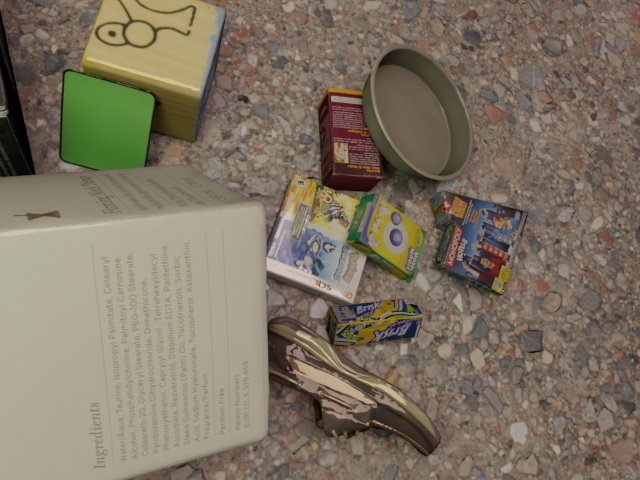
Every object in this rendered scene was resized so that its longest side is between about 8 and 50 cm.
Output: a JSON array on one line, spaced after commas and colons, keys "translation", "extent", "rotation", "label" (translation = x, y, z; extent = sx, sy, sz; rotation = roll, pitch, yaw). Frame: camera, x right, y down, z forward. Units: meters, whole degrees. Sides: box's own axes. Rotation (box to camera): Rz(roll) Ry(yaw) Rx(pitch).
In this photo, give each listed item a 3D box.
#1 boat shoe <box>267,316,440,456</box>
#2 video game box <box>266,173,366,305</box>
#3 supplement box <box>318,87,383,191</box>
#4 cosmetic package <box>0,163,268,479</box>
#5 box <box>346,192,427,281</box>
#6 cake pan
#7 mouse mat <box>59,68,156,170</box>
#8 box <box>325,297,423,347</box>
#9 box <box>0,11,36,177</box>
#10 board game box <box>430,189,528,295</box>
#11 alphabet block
[{"translation": [0.036, 0.273, 1.029], "extent": [0.355, 0.132, 0.130], "rotation": [34, 78, 5], "label": "boat shoe"}, {"translation": [0.000, 0.000, 1.130], "extent": [0.187, 0.048, 0.205], "rotation": [22, 69, -11], "label": "video game box"}, {"translation": [0.057, -0.199, 1.186], "extent": [0.104, 0.081, 0.188], "rotation": [2, 73, -16], "label": "supplement box"}, {"translation": [-0.308, 0.093, 0.778], "extent": [0.394, 0.329, 0.327], "rotation": [-8, 108, -28], "label": "cosmetic package"}, {"translation": [0.137, 0.000, 1.142], "extent": [0.179, 0.043, 0.105], "rotation": [34, 66, -33], "label": "box"}, {"translation": [0.196, -0.253, 1.207], "extent": [0.293, 0.054, 0.293], "rotation": [14, 67, -35], "label": "cake pan"}, {"translation": [-0.368, -0.193, 1.022], "extent": [0.153, 0.189, 0.007], "rotation": [14, 39, -11], "label": "mouse mat"}, {"translation": [0.099, 0.150, 1.097], "extent": [0.169, 0.059, 0.054], "rotation": [-4, 36, -16], "label": "box"}, {"translation": [-0.732, -0.298, 0.879], "extent": [0.472, 0.297, 0.479], "rotation": [-12, 77, -21], "label": "box"}, {"translation": [0.303, -0.010, 1.211], "extent": [0.194, 0.060, 0.194], "rotation": [26, 69, -6], "label": "board game box"}, {"translation": [-0.293, -0.318, 1.065], "extent": [0.197, 0.193, 0.192], "rotation": [15, 69, -11], "label": "alphabet block"}]
